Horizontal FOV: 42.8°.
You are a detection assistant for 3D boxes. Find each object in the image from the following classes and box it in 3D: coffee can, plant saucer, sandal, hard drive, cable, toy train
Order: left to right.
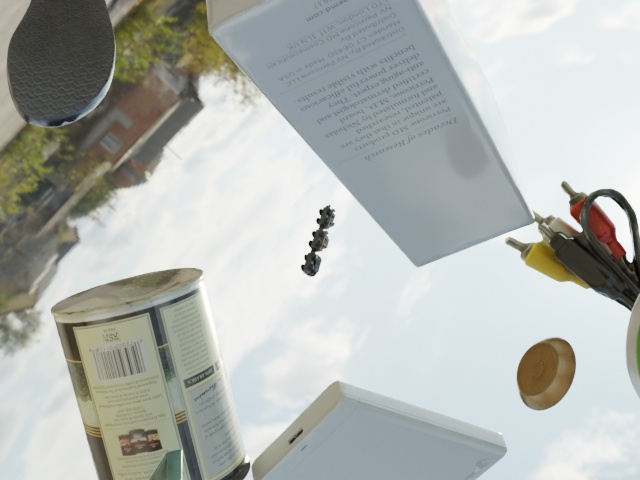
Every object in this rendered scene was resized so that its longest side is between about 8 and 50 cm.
[{"bbox_3d":[-0.252,-0.213,0.813,0.054,0.097,0.254,120,-29,-56],"label":"sandal"},{"bbox_3d":[-0.206,0.320,0.906,0.192,0.018,0.067,-57,-160,13],"label":"plant saucer"},{"bbox_3d":[-0.219,0.194,1.078,0.201,0.275,0.201,-12,-171,2],"label":"coffee can"},{"bbox_3d":[0.000,0.000,1.483,0.027,0.036,0.158,-14,-135,37],"label":"toy train"},{"bbox_3d":[0.086,0.305,1.147,0.203,0.307,0.040,-49,-145,27],"label":"hard drive"},{"bbox_3d":[0.237,0.140,0.877,0.083,0.015,0.083,-44,-149,36],"label":"plant saucer"},{"bbox_3d":[0.356,0.049,0.938,0.139,0.287,0.072,-49,170,21],"label":"cable"}]

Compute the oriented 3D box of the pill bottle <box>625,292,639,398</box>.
[{"bbox_3d":[0.336,0.084,0.529,0.136,0.136,0.245,-51,-159,-13],"label":"pill bottle"}]

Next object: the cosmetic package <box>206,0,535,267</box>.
[{"bbox_3d":[0.065,-0.181,0.845,0.161,0.453,0.230,-21,-124,18],"label":"cosmetic package"}]
